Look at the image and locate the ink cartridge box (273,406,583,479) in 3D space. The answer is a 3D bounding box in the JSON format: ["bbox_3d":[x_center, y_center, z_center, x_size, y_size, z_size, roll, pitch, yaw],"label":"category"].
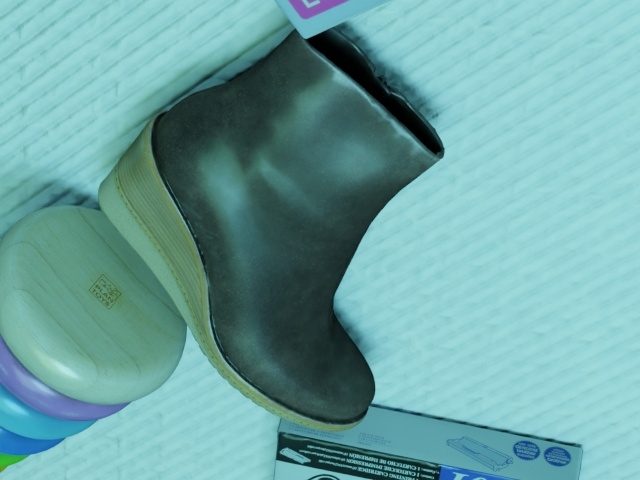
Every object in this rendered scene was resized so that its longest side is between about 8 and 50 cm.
[{"bbox_3d":[0.071,0.171,1.384,0.207,0.046,0.097,11,130,5],"label":"ink cartridge box"}]

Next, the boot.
[{"bbox_3d":[0.000,0.000,1.240,0.207,0.090,0.248,-32,111,34],"label":"boot"}]

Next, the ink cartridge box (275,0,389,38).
[{"bbox_3d":[-0.020,-0.266,1.049,0.185,0.065,0.311,-21,118,35],"label":"ink cartridge box"}]

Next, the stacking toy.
[{"bbox_3d":[-0.233,0.113,1.371,0.141,0.141,0.330,36,132,-15],"label":"stacking toy"}]
